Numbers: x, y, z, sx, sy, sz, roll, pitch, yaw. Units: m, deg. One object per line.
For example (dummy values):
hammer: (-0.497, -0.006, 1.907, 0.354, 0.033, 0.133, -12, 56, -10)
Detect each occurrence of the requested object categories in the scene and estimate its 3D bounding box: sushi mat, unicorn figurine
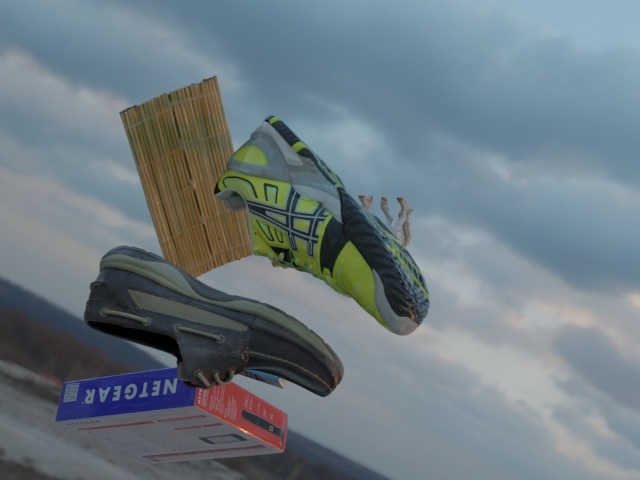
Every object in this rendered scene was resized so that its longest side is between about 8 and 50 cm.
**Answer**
sushi mat: (-0.191, -0.082, 1.438, 0.019, 0.151, 0.316, 46, -27, 52)
unicorn figurine: (0.076, -0.013, 1.450, 0.162, 0.111, 0.060, 3, 2, -22)

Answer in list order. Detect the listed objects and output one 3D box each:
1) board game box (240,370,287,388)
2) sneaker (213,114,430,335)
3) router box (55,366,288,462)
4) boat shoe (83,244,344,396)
board game box: (-0.105, 0.197, 1.706, 0.154, 0.103, 0.026, 13, -36, 34)
sneaker: (0.000, 0.000, 1.252, 0.384, 0.147, 0.145, 50, 7, 38)
router box: (-0.282, 0.344, 1.859, 0.335, 0.082, 0.301, -11, -32, 27)
boat shoe: (-0.145, 0.135, 1.259, 0.355, 0.130, 0.132, 23, -22, 6)
